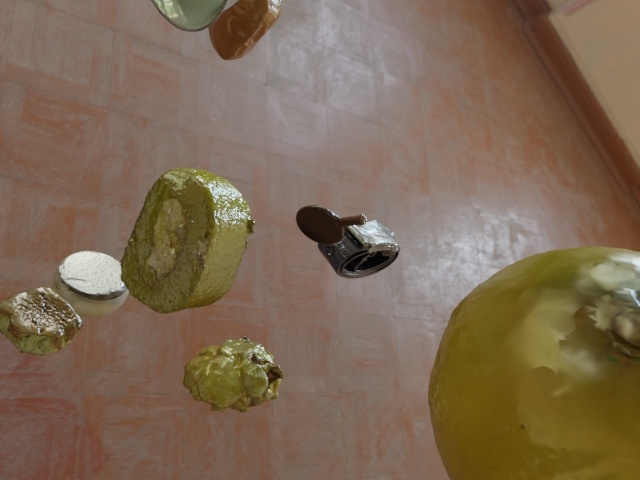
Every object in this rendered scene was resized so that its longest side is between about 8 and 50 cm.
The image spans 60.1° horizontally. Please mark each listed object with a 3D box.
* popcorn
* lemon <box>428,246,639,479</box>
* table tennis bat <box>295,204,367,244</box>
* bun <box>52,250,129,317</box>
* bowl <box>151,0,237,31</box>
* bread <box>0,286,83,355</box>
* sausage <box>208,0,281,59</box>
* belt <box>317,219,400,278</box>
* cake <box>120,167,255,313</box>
[{"bbox_3d":[-0.213,0.334,1.400,0.233,0.266,0.192,22,65,-47],"label":"popcorn"},{"bbox_3d":[0.201,0.112,0.413,0.240,0.240,0.219,-59,153,-36],"label":"lemon"},{"bbox_3d":[0.000,0.000,1.114,0.107,0.170,0.119,55,47,-29],"label":"table tennis bat"},{"bbox_3d":[-0.548,0.114,1.318,0.173,0.120,0.173,22,33,-15],"label":"bun"},{"bbox_3d":[-0.145,-0.463,0.776,0.146,0.313,0.313,-21,88,-35],"label":"bowl"},{"bbox_3d":[-0.560,0.161,1.098,0.140,0.069,0.128,42,34,9],"label":"bread"},{"bbox_3d":[-0.175,-0.518,1.275,0.120,0.241,0.136,-19,84,-40],"label":"sausage"},{"bbox_3d":[0.097,0.013,1.432,0.230,0.139,0.126,-2,46,-46],"label":"belt"},{"bbox_3d":[-0.237,0.003,1.016,0.179,0.260,0.156,32,16,20],"label":"cake"}]
